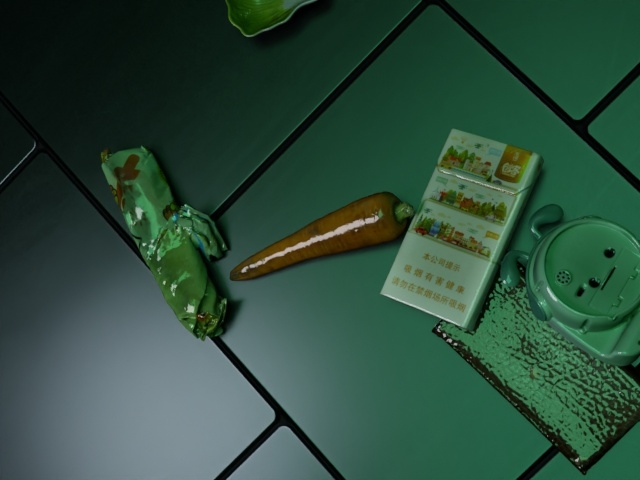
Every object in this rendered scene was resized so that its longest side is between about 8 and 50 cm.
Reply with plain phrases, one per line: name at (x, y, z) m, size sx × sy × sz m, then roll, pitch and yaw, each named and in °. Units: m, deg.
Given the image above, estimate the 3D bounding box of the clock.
clock at (0.303, 0.042, 1.201) m, size 0.189 × 0.060 × 0.148 m, roll 29°, pitch 73°, yaw 13°

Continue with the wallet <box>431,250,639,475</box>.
wallet at (0.261, 0.140, 1.236) m, size 0.243 × 0.039 × 0.133 m, roll 43°, pitch 101°, yaw 14°

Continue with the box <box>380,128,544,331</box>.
box at (0.167, -0.015, 1.260) m, size 0.122 × 0.032 × 0.220 m, roll 21°, pitch 84°, yaw 30°

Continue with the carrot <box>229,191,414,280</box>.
carrot at (0.000, 0.000, 1.317) m, size 0.257 × 0.061 × 0.061 m, roll -21°, pitch 79°, yaw 21°

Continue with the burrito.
burrito at (-0.186, -0.011, 1.362) m, size 0.104 × 0.054 × 0.288 m, roll -29°, pitch 76°, yaw 7°

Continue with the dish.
dish at (-0.051, -0.311, 1.367) m, size 0.137 × 0.039 × 0.091 m, roll -18°, pitch 74°, yaw 11°
